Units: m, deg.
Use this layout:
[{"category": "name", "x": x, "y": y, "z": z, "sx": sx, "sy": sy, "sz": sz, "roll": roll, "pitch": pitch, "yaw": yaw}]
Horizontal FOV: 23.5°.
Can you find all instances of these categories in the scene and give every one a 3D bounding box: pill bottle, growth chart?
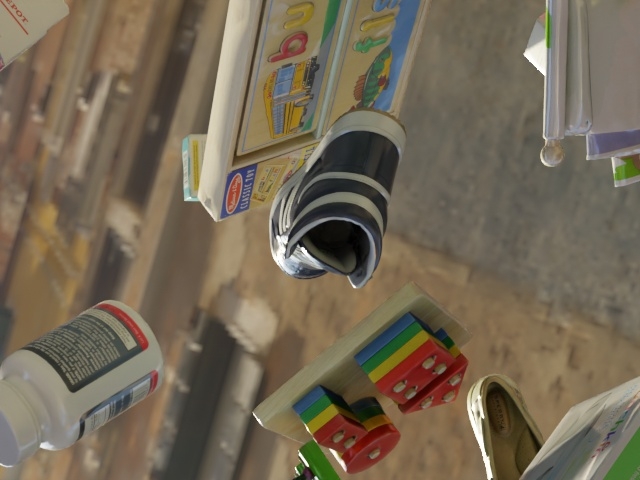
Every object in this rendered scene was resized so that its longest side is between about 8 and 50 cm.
[{"category": "pill bottle", "x": -0.252, "y": 0.142, "z": 1.508, "sx": 0.108, "sy": 0.108, "sz": 0.180, "roll": 19, "pitch": -144, "yaw": 38}, {"category": "growth chart", "x": 0.248, "y": -0.114, "z": 1.057, "sx": 0.237, "sy": 0.172, "sz": 0.021, "roll": -2, "pitch": -165, "yaw": -26}]

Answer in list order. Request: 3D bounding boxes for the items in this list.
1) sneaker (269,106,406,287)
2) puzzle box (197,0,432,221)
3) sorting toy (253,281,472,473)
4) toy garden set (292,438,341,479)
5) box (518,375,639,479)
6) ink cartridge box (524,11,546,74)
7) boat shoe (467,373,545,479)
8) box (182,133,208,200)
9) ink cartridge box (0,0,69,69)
[{"category": "sneaker", "x": 0.000, "y": 0.000, "z": 1.566, "sx": 0.099, "sy": 0.153, "sz": 0.282, "roll": 20, "pitch": 145, "yaw": -9}, {"category": "puzzle box", "x": -0.001, "y": -0.213, "z": 1.852, "sx": 0.272, "sy": 0.409, "sz": 0.052, "roll": -20, "pitch": -124, "yaw": -28}, {"category": "sorting toy", "x": 0.079, "y": 0.194, "z": 1.971, "sx": 0.089, "sy": 0.257, "sz": 0.255, "roll": 52, "pitch": -174, "yaw": 25}, {"category": "toy garden set", "x": 0.018, "y": 0.373, "z": 1.857, "sx": 0.204, "sy": 0.049, "sz": 0.244, "roll": 55, "pitch": 162, "yaw": 21}, {"category": "box", "x": 0.218, "y": 0.251, "z": 1.225, "sx": 0.126, "sy": 0.262, "sz": 0.231, "roll": 39, "pitch": 163, "yaw": 1}, {"category": "ink cartridge box", "x": 0.385, "y": -0.232, "z": 1.964, "sx": 0.203, "sy": 0.148, "sz": 0.086, "roll": 47, "pitch": 159, "yaw": 17}, {"category": "boat shoe", "x": 0.266, "y": 0.314, "z": 2.032, "sx": 0.104, "sy": 0.285, "sz": 0.089, "roll": -24, "pitch": 172, "yaw": 1}, {"category": "box", "x": -0.090, "y": -0.115, "z": 2.402, "sx": 0.244, "sy": 0.101, "sz": 0.060, "roll": -1, "pitch": 177, "yaw": -14}, {"category": "ink cartridge box", "x": -0.299, "y": -0.173, "z": 1.245, "sx": 0.061, "sy": 0.181, "sz": 0.104, "roll": -27, "pitch": 105, "yaw": 43}]
